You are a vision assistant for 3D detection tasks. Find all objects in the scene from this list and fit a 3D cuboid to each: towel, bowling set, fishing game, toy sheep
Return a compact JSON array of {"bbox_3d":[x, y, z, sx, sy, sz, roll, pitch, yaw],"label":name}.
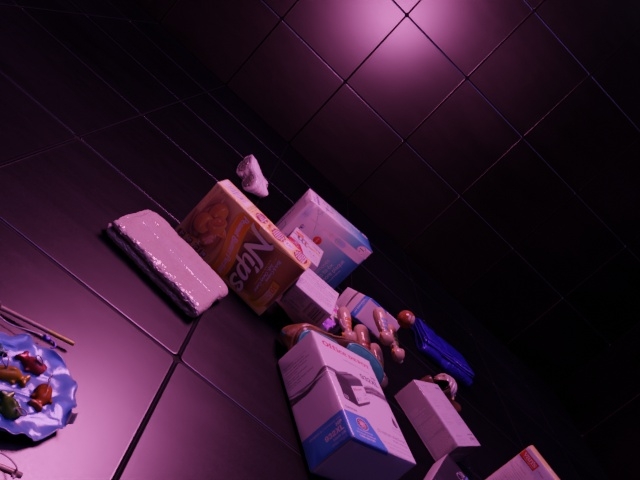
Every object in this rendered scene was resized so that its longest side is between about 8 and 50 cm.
[{"bbox_3d":[-0.342,0.048,1.279,0.282,0.049,0.187,46,16,1],"label":"towel"},{"bbox_3d":[0.186,0.287,1.644,0.287,0.200,0.154,49,19,-39],"label":"bowling set"},{"bbox_3d":[0.517,0.465,2.399,0.308,0.076,0.227,40,17,-19],"label":"towel"},{"bbox_3d":[-0.407,0.185,0.756,0.189,0.041,0.264,37,17,-20],"label":"fishing game"},{"bbox_3d":[0.453,0.531,2.045,0.132,0.091,0.091,52,9,-31],"label":"toy sheep"}]

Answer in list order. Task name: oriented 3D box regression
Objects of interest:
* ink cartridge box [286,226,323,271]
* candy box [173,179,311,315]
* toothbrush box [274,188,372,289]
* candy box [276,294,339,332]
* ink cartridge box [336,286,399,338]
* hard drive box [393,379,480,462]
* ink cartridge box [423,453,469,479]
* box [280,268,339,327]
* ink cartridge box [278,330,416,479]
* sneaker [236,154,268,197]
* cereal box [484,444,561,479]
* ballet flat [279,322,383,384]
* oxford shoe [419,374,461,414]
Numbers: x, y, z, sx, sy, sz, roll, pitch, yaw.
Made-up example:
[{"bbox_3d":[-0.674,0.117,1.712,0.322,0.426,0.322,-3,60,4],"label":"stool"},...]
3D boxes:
[{"bbox_3d":[-0.084,0.058,1.779,0.128,0.127,0.176,43,14,-5],"label":"ink cartridge box"},{"bbox_3d":[-0.200,0.017,1.469,0.316,0.183,0.087,45,16,0],"label":"candy box"},{"bbox_3d":[0.000,0.000,1.987,0.295,0.216,0.126,41,15,-19],"label":"toothbrush box"},{"bbox_3d":[-0.020,0.207,1.664,0.165,0.070,0.196,49,16,14],"label":"candy box"},{"bbox_3d":[0.150,0.243,1.860,0.148,0.086,0.203,41,-7,-18],"label":"ink cartridge box"},{"bbox_3d":[0.355,0.549,1.720,0.181,0.089,0.232,27,24,-50],"label":"hard drive box"},{"bbox_3d":[0.318,0.656,1.392,0.165,0.065,0.333,50,17,16],"label":"ink cartridge box"},{"bbox_3d":[-0.028,0.153,1.525,0.126,0.072,0.137,41,21,-5],"label":"box"},{"bbox_3d":[0.052,0.382,1.275,0.223,0.129,0.307,35,18,-35],"label":"ink cartridge box"},{"bbox_3d":[-0.260,-0.244,2.226,0.115,0.090,0.232,41,23,-40],"label":"sneaker"},{"bbox_3d":[0.531,0.692,1.513,0.047,0.240,0.173,22,28,-56],"label":"cereal box"},{"bbox_3d":[0.024,0.298,1.491,0.342,0.116,0.124,29,-11,-36],"label":"ballet flat"},{"bbox_3d":[0.422,0.532,1.934,0.227,0.096,0.083,38,14,-30],"label":"oxford shoe"}]
